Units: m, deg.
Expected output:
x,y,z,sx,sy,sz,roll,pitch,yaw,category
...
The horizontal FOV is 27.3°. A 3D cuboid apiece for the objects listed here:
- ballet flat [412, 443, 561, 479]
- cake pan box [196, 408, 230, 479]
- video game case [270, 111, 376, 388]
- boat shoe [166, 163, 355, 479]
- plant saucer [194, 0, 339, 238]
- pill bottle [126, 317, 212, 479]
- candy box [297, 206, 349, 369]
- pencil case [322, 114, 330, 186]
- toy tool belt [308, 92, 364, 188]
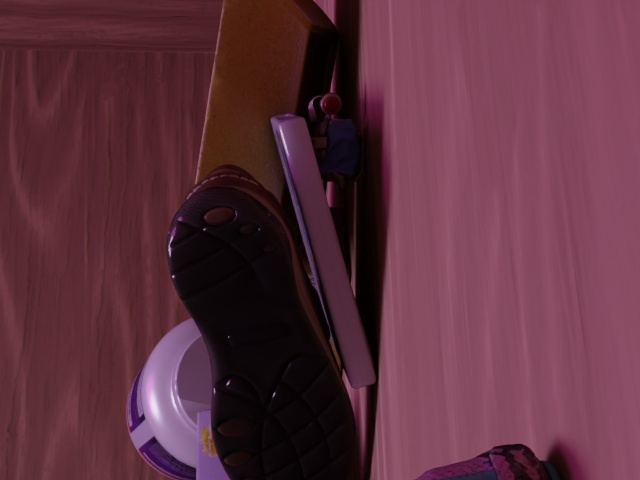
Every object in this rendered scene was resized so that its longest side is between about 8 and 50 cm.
x,y,z,sx,sy,sz,roll,pitch,yaw,category
0.044,0.163,0.542,0.077,0.079,0.222,-95,6,-47,ballet flat
-0.041,0.317,1.268,0.267,0.070,0.246,55,-151,-54,cake pan box
0.000,0.000,1.162,0.206,0.026,0.227,-120,15,-82,video game case
-0.041,0.082,1.117,0.120,0.122,0.324,-90,-10,-62,boat shoe
-0.050,-0.114,1.386,0.333,0.081,0.333,-44,-36,-80,plant saucer
-0.128,0.188,1.562,0.323,0.181,0.182,135,136,-71,pill bottle
-0.002,0.068,1.413,0.109,0.053,0.187,-93,7,-49,candy box
-0.031,-0.096,1.667,0.206,0.086,0.088,99,-166,-56,pencil case
0.014,-0.090,1.180,0.051,0.052,0.083,-122,26,-80,toy tool belt
